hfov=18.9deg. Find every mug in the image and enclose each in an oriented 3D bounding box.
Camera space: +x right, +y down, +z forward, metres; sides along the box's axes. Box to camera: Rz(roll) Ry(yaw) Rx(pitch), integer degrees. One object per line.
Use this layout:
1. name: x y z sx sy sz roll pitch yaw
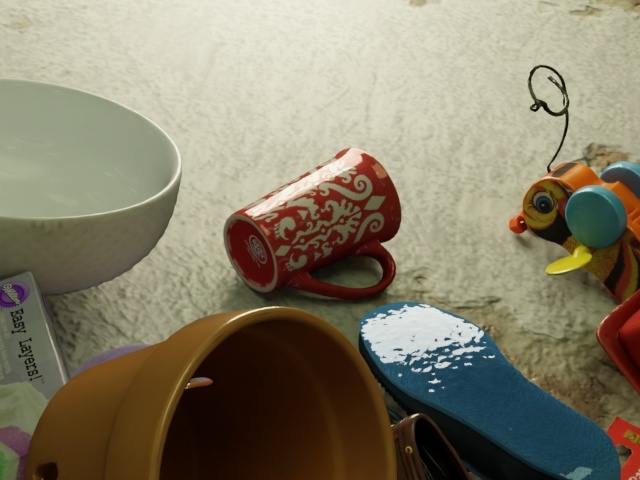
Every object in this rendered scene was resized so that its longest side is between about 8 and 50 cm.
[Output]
1. mug: 0.000 -0.008 2.055 0.169 0.113 0.150 -26 53 -33

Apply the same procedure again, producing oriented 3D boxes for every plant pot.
1. plant pot: -0.105 0.202 1.578 0.203 0.291 0.291 -4 25 41

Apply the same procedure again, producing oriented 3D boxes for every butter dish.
1. butter dish: 0.399 0.101 1.993 0.160 0.118 0.160 -36 84 -27

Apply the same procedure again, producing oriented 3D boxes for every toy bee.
1. toy bee: 0.300 -0.031 2.160 0.195 0.162 0.298 -6 66 -40

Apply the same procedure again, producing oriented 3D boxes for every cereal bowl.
1. cereal bowl: -0.315 -0.038 1.944 0.339 0.141 0.339 7 26 -4

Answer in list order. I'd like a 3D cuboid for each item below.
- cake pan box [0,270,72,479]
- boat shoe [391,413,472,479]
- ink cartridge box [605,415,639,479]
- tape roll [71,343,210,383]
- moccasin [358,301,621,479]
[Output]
1. cake pan box: -0.340 0.165 1.728 0.245 0.070 0.267 -17 46 -6
2. boat shoe: 0.117 0.248 1.672 0.073 0.073 0.207 -25 78 -49
3. ink cartridge box: 0.379 0.236 1.892 0.224 0.056 0.181 28 25 14
4. tape roll: -0.156 0.191 1.803 0.189 0.080 0.189 8 41 -7
5. moccasin: 0.147 0.183 1.868 0.137 0.117 0.342 -23 40 -23
